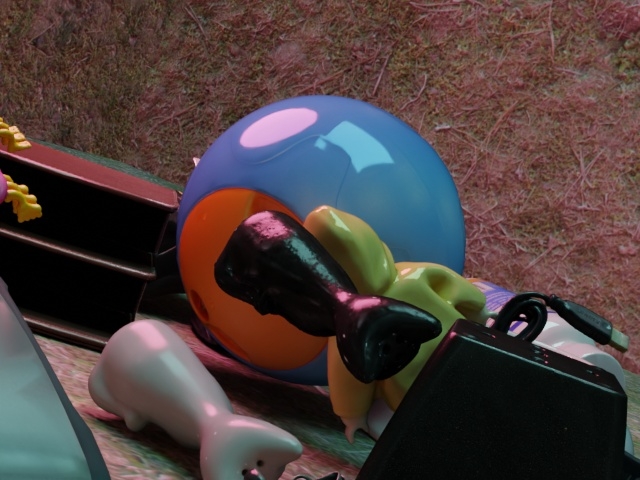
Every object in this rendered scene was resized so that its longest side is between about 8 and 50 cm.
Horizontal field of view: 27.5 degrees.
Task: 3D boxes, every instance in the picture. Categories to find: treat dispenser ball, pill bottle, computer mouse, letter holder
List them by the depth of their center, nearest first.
[{"bbox_3d":[0.222,0.164,1.088,0.262,0.184,0.060,33,-16,3],"label":"computer mouse"},{"bbox_3d":[-0.304,-0.014,1.282,0.302,0.152,0.214,19,6,-10],"label":"letter holder"},{"bbox_3d":[0.000,0.000,1.301,0.288,0.288,0.288,20,4,-2],"label":"treat dispenser ball"},{"bbox_3d":[0.252,0.152,1.647,0.152,0.152,0.272,17,6,-32],"label":"pill bottle"}]

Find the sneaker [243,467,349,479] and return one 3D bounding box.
[{"bbox_3d":[0.015,0.180,0.813,0.158,0.064,0.061,17,5,-25],"label":"sneaker"}]

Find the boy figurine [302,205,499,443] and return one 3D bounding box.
[{"bbox_3d":[0.070,0.095,1.123,0.285,0.177,0.092,48,-17,-8],"label":"boy figurine"}]

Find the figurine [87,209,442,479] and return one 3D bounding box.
[{"bbox_3d":[-0.042,0.091,0.966,0.209,0.215,0.092,29,-24,52],"label":"figurine"}]

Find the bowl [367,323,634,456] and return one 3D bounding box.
[{"bbox_3d":[0.195,0.168,1.323,0.298,0.134,0.298,19,5,-2],"label":"bowl"}]

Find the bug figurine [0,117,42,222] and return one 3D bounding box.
[{"bbox_3d":[-0.373,-0.059,1.136,0.279,0.072,0.216,-23,42,-28],"label":"bug figurine"}]

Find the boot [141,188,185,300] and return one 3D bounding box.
[{"bbox_3d":[-0.258,-0.016,1.600,0.378,0.138,0.284,4,6,-34],"label":"boot"}]

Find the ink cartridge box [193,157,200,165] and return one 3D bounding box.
[{"bbox_3d":[-0.062,0.018,1.519,0.181,0.056,0.224,13,42,-36],"label":"ink cartridge box"}]

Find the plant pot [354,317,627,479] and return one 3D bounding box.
[{"bbox_3d":[0.128,0.157,0.947,0.188,0.166,0.187,19,4,8],"label":"plant pot"}]

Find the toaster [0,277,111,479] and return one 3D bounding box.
[{"bbox_3d":[-0.196,0.077,0.532,0.146,0.129,0.227,11,31,-44],"label":"toaster"}]

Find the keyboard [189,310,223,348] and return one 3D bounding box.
[{"bbox_3d":[-0.004,0.133,1.548,0.317,0.033,0.201,19,11,-16],"label":"keyboard"}]
